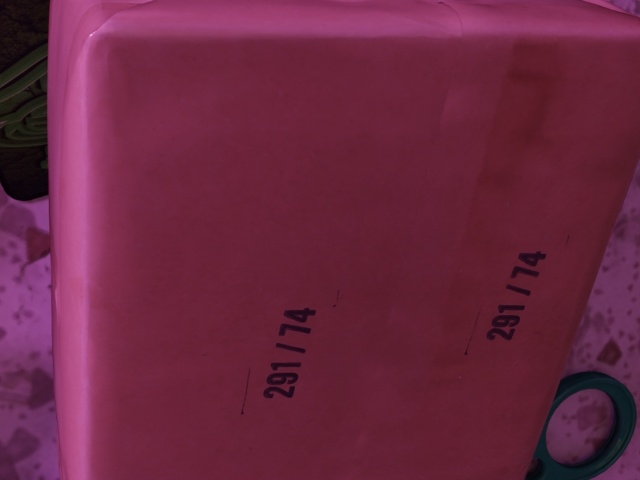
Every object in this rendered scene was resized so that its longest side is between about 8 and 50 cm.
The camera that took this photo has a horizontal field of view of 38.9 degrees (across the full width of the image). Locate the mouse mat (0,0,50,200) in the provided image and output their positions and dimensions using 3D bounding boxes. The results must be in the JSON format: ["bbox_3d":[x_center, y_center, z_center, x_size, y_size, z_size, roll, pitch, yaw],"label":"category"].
[{"bbox_3d":[-0.121,-0.104,0.563,0.190,0.007,0.152,-17,137,-11],"label":"mouse mat"}]

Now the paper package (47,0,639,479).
[{"bbox_3d":[0.000,0.000,0.537,0.309,0.168,0.325,-3,122,-19],"label":"paper package"}]

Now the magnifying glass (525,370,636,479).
[{"bbox_3d":[0.168,0.196,0.760,0.231,0.026,0.092,-37,111,-8],"label":"magnifying glass"}]
